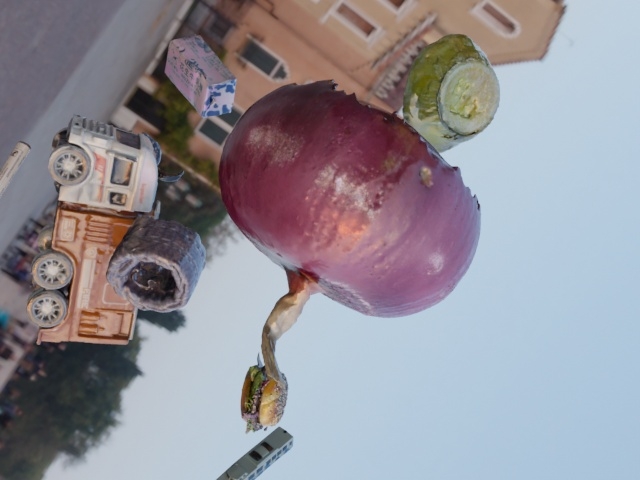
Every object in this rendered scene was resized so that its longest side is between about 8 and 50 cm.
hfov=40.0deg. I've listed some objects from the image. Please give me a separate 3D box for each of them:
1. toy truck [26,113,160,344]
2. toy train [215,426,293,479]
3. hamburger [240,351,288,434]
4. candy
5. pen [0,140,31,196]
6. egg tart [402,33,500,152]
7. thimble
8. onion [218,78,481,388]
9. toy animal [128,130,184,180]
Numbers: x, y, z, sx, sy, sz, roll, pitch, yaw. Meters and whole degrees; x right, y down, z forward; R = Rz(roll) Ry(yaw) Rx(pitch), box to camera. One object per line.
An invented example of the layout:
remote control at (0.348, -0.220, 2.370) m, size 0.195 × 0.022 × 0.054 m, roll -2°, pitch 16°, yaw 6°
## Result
toy truck at (-0.391, -0.014, 1.553) m, size 0.173 × 0.206 × 0.388 m, roll -123°, pitch -135°, yaw -66°
toy train at (-0.135, 0.431, 1.674) m, size 0.207 × 0.043 × 0.047 m, roll -34°, pitch 143°, yaw -39°
hamburger at (-0.129, 0.361, 2.052) m, size 0.190 × 0.093 × 0.164 m, roll 81°, pitch 18°, yaw -52°
candy at (-0.235, -0.325, 1.724) m, size 0.073 × 0.160 × 0.092 m, roll -22°, pitch 148°, yaw -33°
pen at (-0.542, -0.078, 1.462) m, size 0.025 × 0.025 × 0.204 m, roll -31°, pitch -148°, yaw 62°
egg tart at (0.219, -0.236, 1.429) m, size 0.197 × 0.197 × 0.078 m, roll -56°, pitch -148°, yaw -2°
thimble at (-0.265, 0.039, 1.427) m, size 0.150 × 0.150 × 0.098 m, roll -45°, pitch -161°, yaw 41°
onion at (0.012, -0.037, 1.151) m, size 0.344 × 0.358 × 0.358 m, roll -31°, pitch -168°, yaw -4°
toy animal at (-0.397, -0.172, 1.939) m, size 0.197 × 0.160 × 0.272 m, roll -23°, pitch 156°, yaw -44°
